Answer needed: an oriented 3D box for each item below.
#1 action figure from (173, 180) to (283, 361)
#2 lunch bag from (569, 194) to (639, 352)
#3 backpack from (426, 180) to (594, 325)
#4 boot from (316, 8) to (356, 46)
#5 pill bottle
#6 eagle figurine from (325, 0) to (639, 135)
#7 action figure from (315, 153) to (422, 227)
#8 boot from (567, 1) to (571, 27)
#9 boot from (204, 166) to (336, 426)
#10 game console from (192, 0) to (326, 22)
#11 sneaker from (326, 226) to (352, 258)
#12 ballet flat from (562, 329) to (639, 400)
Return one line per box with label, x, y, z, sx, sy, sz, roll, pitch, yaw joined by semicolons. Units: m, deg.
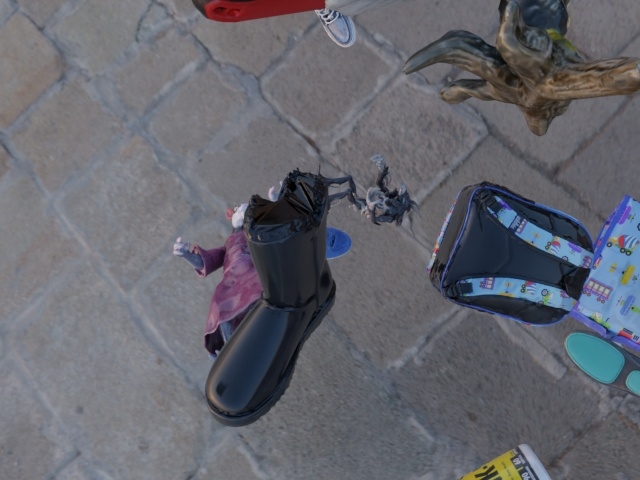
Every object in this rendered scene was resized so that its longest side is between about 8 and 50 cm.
action figure;-0.132;0.062;1.382;0.248;0.275;0.370;-19;41;9
lunch bag;0.656;0.093;1.419;0.221;0.138;0.293;30;73;15
backpack;0.240;0.020;0.859;0.173;0.117;0.158;18;94;-5
boot;0.013;-0.539;1.617;0.069;0.086;0.190;-30;97;26
pill bottle;0.261;0.418;1.069;0.208;0.119;0.119;-30;67;2
eagle figurine;0.162;-0.214;0.388;0.226;0.225;0.298;20;97;53
action figure;0.124;-0.118;1.689;0.276;0.141;0.164;7;44;-5
boot;0.535;-0.556;1.625;0.095;0.262;0.203;-44;32;20
boot;-0.063;0.060;0.776;0.094;0.207;0.246;20;52;25
game console;-0.056;-0.396;0.629;0.060;0.342;0.386;-24;92;52
sneaker;0.000;0.001;1.113;0.084;0.152;0.058;2;83;60
ballet flat;0.480;0.204;1.090;0.203;0.074;0.074;30;84;16
